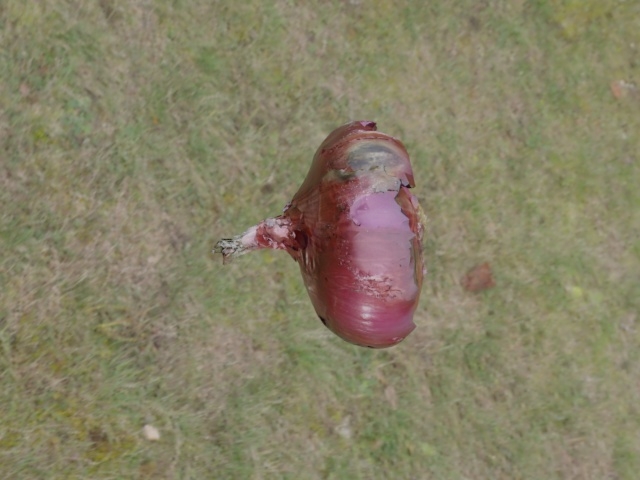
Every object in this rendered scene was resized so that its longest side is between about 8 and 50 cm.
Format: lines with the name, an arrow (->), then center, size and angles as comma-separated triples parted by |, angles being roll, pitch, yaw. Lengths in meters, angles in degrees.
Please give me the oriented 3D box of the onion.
onion -> 0.000, 0.000, 0.639 | 0.140, 0.150, 0.150 | -8, 75, -2
